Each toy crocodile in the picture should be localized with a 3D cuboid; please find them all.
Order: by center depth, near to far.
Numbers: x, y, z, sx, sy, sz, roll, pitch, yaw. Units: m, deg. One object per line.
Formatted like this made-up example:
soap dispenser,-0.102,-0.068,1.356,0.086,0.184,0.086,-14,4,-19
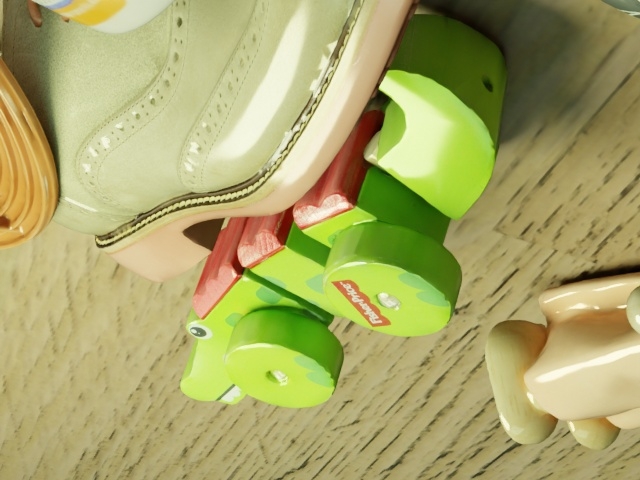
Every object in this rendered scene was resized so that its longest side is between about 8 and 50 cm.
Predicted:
toy crocodile,0.000,0.000,0.941,0.105,0.115,0.340,28,148,-15

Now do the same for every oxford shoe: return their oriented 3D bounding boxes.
oxford shoe,-0.065,-0.090,0.769,0.146,0.140,0.397,27,150,-15

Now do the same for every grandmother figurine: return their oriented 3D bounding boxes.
grandmother figurine,0.242,0.039,0.937,0.208,0.104,0.342,-1,165,-43

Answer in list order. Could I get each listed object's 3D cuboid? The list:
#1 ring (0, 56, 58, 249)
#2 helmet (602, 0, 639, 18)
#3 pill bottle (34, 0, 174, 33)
ring,-0.271,-0.099,0.839,0.336,0.032,0.336,28,156,14
helmet,0.126,-0.142,0.545,0.169,0.161,0.169,10,153,5
pill bottle,-0.150,-0.191,0.586,0.272,0.152,0.152,26,151,-24
